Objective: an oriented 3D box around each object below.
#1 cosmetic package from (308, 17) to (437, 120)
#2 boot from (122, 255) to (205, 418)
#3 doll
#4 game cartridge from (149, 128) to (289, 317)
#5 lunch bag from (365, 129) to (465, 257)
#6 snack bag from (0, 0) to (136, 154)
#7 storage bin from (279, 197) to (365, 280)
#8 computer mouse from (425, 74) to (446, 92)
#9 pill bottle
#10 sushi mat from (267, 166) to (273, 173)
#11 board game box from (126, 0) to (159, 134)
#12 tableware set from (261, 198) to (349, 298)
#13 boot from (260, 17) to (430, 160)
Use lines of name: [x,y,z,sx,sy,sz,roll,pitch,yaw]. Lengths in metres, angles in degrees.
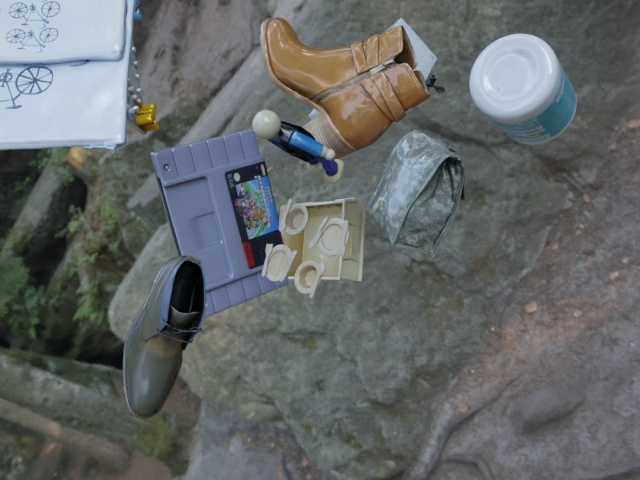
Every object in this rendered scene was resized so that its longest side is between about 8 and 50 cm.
cosmetic package: [0.123,-0.359,1.321,0.224,0.138,0.224,-27,27,47]
boot: [-0.202,0.119,0.727,0.106,0.082,0.219,154,129,-64]
doll: [-0.030,-0.135,0.792,0.129,0.189,0.046,30,92,32]
game cartridge: [-0.199,-0.038,1.189,0.068,0.230,0.355,19,124,61]
lunch bag: [0.272,-0.141,1.537,0.287,0.169,0.235,-67,24,20]
snack bag: [-0.478,-0.300,0.942,0.037,0.323,0.343,90,177,-73]
storage bin: [0.000,0.000,1.790,0.262,0.123,0.260,-3,79,40]
computer mouse: [0.363,-0.551,1.972,0.262,0.184,0.060,7,-75,-65]
pill bottle: [0.381,-0.261,1.034,0.146,0.264,0.146,-4,83,33]
sushi mat: [-0.257,-0.143,1.806,0.151,0.019,0.316,-46,2,31]
board game box: [-0.488,-0.490,1.336,0.390,0.050,0.390,77,-177,-84]
tableware set: [-0.029,0.014,0.929,0.168,0.020,0.141,22,89,42]
boot: [0.033,-0.284,0.904,0.220,0.109,0.283,-29,72,29]
